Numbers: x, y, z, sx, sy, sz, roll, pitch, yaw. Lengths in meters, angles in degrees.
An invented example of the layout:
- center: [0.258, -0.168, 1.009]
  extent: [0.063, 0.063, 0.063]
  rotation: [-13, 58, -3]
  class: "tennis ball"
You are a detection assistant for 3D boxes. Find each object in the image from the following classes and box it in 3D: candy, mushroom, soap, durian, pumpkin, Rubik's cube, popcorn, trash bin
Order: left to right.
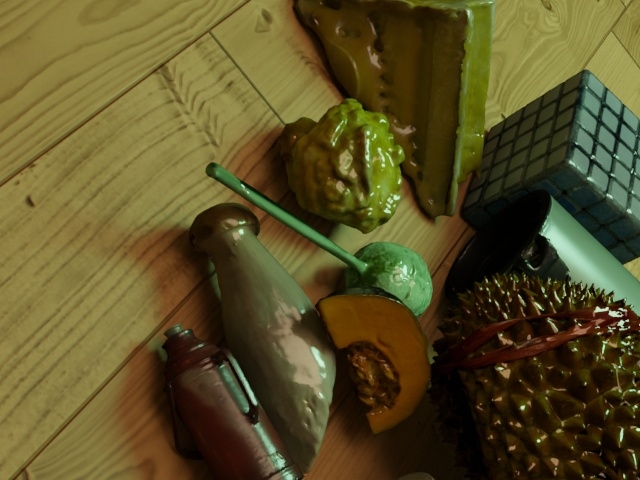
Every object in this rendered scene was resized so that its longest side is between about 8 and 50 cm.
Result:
- center: [-0.064, 0.115, 1.450]
  extent: [0.128, 0.128, 0.350]
  rotation: [-12, 73, -46]
  class: "mushroom"
- center: [0.000, 0.000, 1.524]
  extent: [0.440, 0.119, 0.119]
  rotation: [33, 47, -44]
  class: "candy"
- center: [0.030, -0.100, 1.644]
  extent: [0.197, 0.156, 0.197]
  rotation: [46, 33, -42]
  class: "popcorn"
- center: [0.069, 0.106, 1.500]
  extent: [0.163, 0.111, 0.278]
  rotation: [-107, 175, -50]
  class: "pumpkin"
- center: [0.105, -0.232, 1.863]
  extent: [0.169, 0.304, 0.338]
  rotation: [-31, 130, -53]
  class: "soap"
- center: [0.302, 0.215, 1.526]
  extent: [0.384, 0.347, 0.348]
  rotation: [47, 40, 18]
  class: "durian"
- center: [0.354, 0.089, 1.776]
  extent: [0.262, 0.277, 0.217]
  rotation: [42, 88, -12]
  class: "trash bin"
- center: [0.410, -0.091, 1.920]
  extent: [0.237, 0.237, 0.238]
  rotation: [40, 47, -21]
  class: "Rubik's cube"

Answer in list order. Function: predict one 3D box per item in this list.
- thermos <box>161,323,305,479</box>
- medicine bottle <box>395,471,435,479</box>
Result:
- center: [-0.114, 0.197, 1.361]
  extent: [0.099, 0.124, 0.232]
  rotation: [-19, 74, -44]
  class: "thermos"
- center: [0.185, 0.431, 1.470]
  extent: [0.293, 0.170, 0.170]
  rotation: [45, 44, -15]
  class: "medicine bottle"
